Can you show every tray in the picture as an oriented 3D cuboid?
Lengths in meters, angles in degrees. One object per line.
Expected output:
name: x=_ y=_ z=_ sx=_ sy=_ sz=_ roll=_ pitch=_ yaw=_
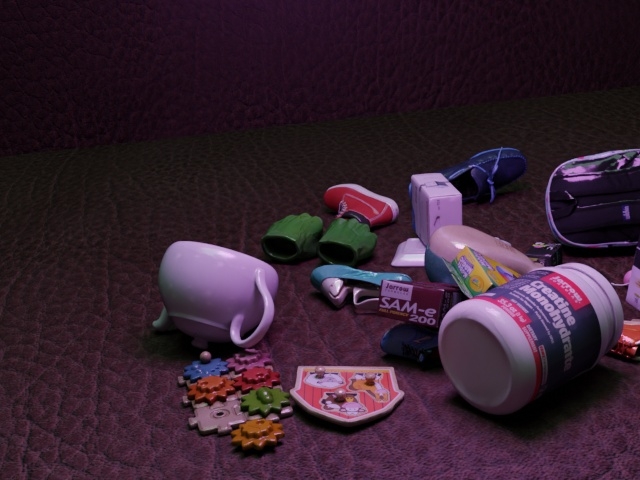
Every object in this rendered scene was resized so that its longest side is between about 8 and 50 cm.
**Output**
tray: x=0.308 y=0.023 z=2.106 sx=0.270 sy=0.030 sz=0.145 roll=-1 pitch=21 yaw=14

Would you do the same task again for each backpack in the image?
backpack: x=0.643 y=-0.089 z=2.049 sx=0.253 sy=0.225 sz=0.191 roll=-8 pitch=-3 yaw=7

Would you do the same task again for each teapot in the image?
teapot: x=-0.207 y=0.120 z=1.751 sx=0.252 sy=0.187 sz=0.256 roll=14 pitch=-13 yaw=2

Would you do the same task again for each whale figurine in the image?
whale figurine: x=0.344 y=0.069 z=1.863 sx=0.272 sy=0.141 sz=0.216 roll=18 pitch=17 yaw=-7

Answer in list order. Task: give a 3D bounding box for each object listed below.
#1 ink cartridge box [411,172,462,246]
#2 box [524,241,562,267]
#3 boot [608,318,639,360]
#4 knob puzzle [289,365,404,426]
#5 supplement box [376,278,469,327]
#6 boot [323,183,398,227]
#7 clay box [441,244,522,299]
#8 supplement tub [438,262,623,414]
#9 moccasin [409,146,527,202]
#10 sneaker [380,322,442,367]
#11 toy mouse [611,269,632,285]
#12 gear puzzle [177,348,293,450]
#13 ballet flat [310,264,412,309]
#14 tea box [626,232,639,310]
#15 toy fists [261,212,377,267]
ink cartridge box: x=0.272 y=-0.067 z=2.112 sx=0.082 sy=0.139 sz=0.190 roll=-6 pitch=20 yaw=-7
box: x=0.489 y=0.042 z=1.965 sx=0.062 sy=0.052 sz=0.083 roll=5 pitch=23 yaw=31
boot: x=0.519 y=0.176 z=1.572 sx=0.158 sy=0.059 sz=0.084 roll=-2 pitch=24 yaw=7
knob puzzle: x=0.045 y=0.250 z=1.499 sx=0.213 sy=0.030 sz=0.213 roll=1 pitch=19 yaw=0
supplement box: x=0.222 y=0.118 z=1.668 sx=0.130 sy=0.073 sz=0.239 roll=8 pitch=0 yaw=36
boot: x=0.061 y=-0.079 z=2.390 sx=0.176 sy=0.088 sz=0.244 roll=-24 pitch=30 yaw=-39
clay box: x=0.332 y=0.089 z=1.650 sx=0.222 sy=0.053 sz=0.127 roll=27 pitch=22 yaw=-31
supplement tub: x=0.347 y=0.154 z=1.474 sx=0.272 sy=0.191 sz=0.191 roll=-20 pitch=24 yaw=-34
moccasin: x=0.418 y=-0.149 z=2.462 sx=0.342 sy=0.137 sz=0.117 roll=-22 pitch=25 yaw=-4
sneaker: x=0.181 y=0.192 z=1.611 sx=0.162 sy=0.063 sz=0.073 roll=0 pitch=27 yaw=25
toy mouse: x=0.685 y=0.075 z=1.845 sx=0.161 sy=0.031 sz=0.143 roll=2 pitch=21 yaw=21
gear puzzle: x=-0.143 y=0.263 z=1.522 sx=0.175 sy=0.044 sz=0.339 roll=-10 pitch=20 yaw=-12
ballet flat: x=0.071 y=0.103 z=1.876 sx=0.247 sy=0.083 sz=0.087 roll=3 pitch=35 yaw=29
tea box: x=0.721 y=0.018 z=1.515 sx=0.220 sy=0.323 sz=0.329 roll=1 pitch=18 yaw=-13
toy fists: x=0.000 y=0.000 z=2.167 sx=0.279 sy=0.096 sz=0.142 roll=5 pitch=32 yaw=25
